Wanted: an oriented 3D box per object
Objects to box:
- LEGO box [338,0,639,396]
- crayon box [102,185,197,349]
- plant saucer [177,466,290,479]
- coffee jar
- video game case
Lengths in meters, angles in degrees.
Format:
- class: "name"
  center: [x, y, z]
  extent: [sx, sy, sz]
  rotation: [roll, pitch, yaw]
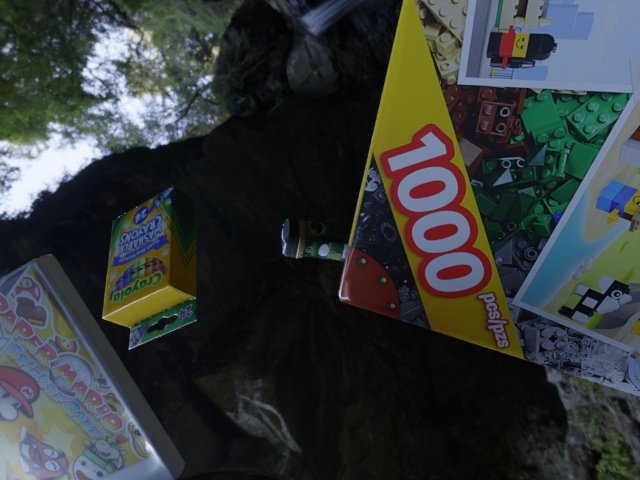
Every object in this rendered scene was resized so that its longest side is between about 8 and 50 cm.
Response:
- class: "LEGO box"
  center: [0.257, -0.146, 0.390]
  extent: [0.373, 0.499, 0.193]
  rotation: [16, -157, 12]
- class: "crayon box"
  center: [-0.382, 0.056, 1.063]
  extent: [0.083, 0.203, 0.322]
  rotation: [40, -149, -50]
- class: "plant saucer"
  center: [-0.115, 0.322, 0.358]
  extent: [0.310, 0.311, 0.050]
  rotation: [-67, -38, -60]
- class: "coffee jar"
  center: [0.000, 0.000, 1.112]
  extent: [0.185, 0.079, 0.096]
  rotation: [6, -142, -9]
- class: "video game case"
  center: [-0.265, 0.155, 0.423]
  extent: [0.226, 0.207, 0.026]
  rotation: [62, -169, -8]
